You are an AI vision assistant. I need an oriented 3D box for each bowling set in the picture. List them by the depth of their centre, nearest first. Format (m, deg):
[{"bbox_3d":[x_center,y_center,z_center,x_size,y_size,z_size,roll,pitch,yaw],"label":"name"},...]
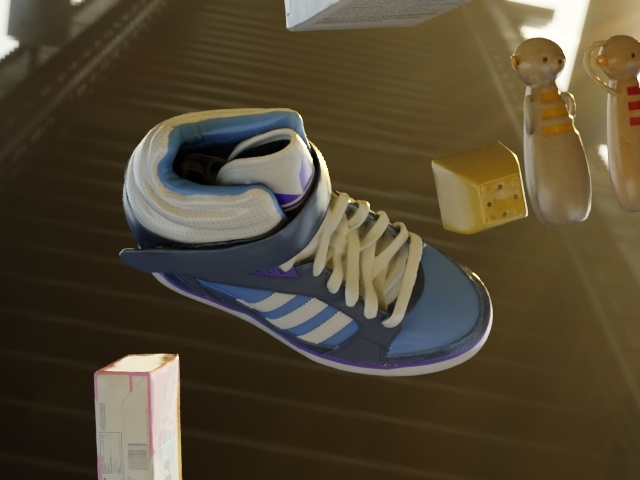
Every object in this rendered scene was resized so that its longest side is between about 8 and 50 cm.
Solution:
[{"bbox_3d":[0.311,-0.107,1.059,0.200,0.154,0.287,-8,-179,43],"label":"bowling set"}]

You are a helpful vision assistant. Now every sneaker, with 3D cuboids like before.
[{"bbox_3d":[0.000,-0.001,1.017,0.323,0.130,0.236,18,158,1],"label":"sneaker"}]

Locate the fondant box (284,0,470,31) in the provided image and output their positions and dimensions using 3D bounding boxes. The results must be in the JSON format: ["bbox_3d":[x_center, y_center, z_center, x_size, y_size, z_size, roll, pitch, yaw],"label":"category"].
[{"bbox_3d":[0.061,-0.252,0.656,0.096,0.238,0.330,-5,-179,-19],"label":"fondant box"}]

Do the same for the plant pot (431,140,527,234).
[{"bbox_3d":[0.175,-0.050,1.356,0.082,0.081,0.083,-17,-162,-13],"label":"plant pot"}]

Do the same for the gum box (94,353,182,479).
[{"bbox_3d":[-0.193,0.224,1.387,0.062,0.188,0.107,0,-175,10],"label":"gum box"}]
